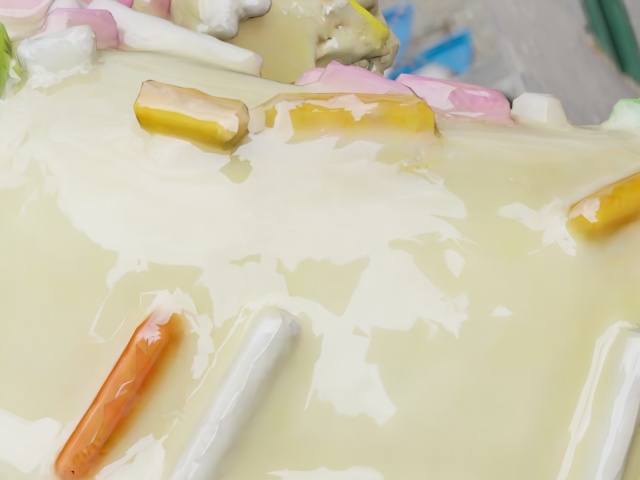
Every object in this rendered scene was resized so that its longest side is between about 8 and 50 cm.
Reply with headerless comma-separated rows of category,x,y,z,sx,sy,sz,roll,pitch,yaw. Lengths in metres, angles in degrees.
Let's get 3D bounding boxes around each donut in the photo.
donut,-0.010,-0.002,0.524,0.307,0.150,0.371,-5,22,-37
